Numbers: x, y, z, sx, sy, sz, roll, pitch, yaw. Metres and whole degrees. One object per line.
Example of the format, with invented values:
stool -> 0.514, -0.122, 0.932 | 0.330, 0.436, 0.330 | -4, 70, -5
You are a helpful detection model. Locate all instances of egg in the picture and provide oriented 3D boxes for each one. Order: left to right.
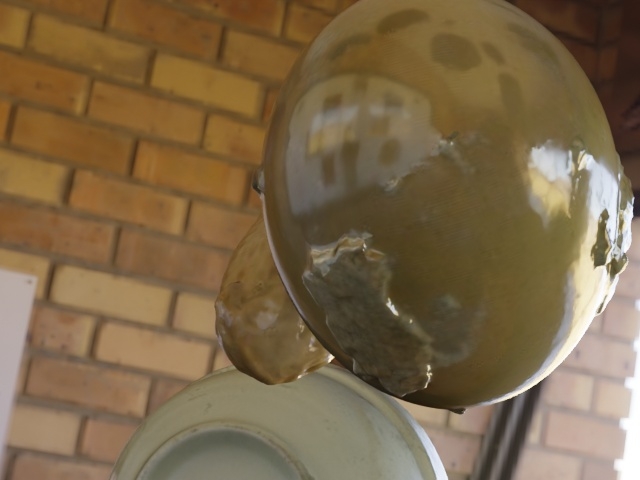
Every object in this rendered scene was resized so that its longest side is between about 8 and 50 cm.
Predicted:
egg -> 0.052, -0.017, 0.576 | 0.164, 0.164, 0.201 | 5, -53, 28

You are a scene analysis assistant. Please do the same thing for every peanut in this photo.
peanut -> 0.000, 0.000, 0.788 | 0.099, 0.214, 0.099 | 14, -49, 16

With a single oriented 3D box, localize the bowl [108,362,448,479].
bowl -> -0.052, 0.239, 1.072 | 0.307, 0.307, 0.163 | 6, -12, 19
